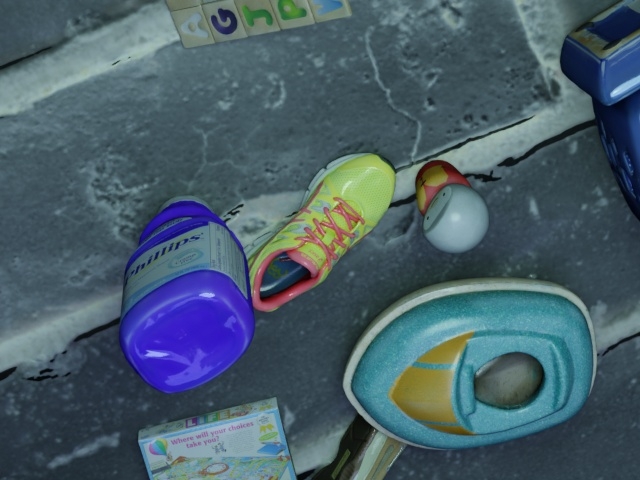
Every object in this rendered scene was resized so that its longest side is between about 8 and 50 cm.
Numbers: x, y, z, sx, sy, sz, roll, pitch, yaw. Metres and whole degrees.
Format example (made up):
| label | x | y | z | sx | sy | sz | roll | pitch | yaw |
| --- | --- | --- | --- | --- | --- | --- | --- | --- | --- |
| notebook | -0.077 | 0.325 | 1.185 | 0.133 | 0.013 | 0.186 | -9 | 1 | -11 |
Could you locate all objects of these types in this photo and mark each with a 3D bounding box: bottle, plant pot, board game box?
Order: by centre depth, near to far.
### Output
| label | x | y | z | sx | sy | sz | roll | pitch | yaw |
| --- | --- | --- | --- | --- | --- | --- | --- | --- | --- |
| bottle | -0.124 | 0.035 | 1.311 | 0.118 | 0.283 | 0.092 | -31 | 111 | 8 |
| plant pot | 0.367 | -0.141 | 1.327 | 0.236 | 0.236 | 0.212 | -32 | 104 | 7 |
| board game box | -0.110 | 0.237 | 1.531 | 0.154 | 0.026 | 0.104 | -13 | 112 | 0 |

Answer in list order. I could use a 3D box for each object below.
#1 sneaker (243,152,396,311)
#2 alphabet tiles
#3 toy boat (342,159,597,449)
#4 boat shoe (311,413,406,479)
| label | x | y | z | sx | sy | sz | roll | pitch | yaw |
| --- | --- | --- | --- | --- | --- | --- | --- | --- | --- |
| sneaker | 0.000 | 0.000 | 1.412 | 0.081 | 0.094 | 0.208 | 41 | 101 | -17 |
| alphabet tiles | -0.092 | -0.295 | 1.271 | 0.198 | 0.009 | 0.237 | -5 | 118 | 36 |
| toy boat | 0.145 | 0.078 | 1.428 | 0.267 | 0.148 | 0.318 | -12 | 112 | -1 |
| boat shoe | 0.036 | 0.274 | 1.543 | 0.072 | 0.068 | 0.190 | 27 | 107 | -27 |
